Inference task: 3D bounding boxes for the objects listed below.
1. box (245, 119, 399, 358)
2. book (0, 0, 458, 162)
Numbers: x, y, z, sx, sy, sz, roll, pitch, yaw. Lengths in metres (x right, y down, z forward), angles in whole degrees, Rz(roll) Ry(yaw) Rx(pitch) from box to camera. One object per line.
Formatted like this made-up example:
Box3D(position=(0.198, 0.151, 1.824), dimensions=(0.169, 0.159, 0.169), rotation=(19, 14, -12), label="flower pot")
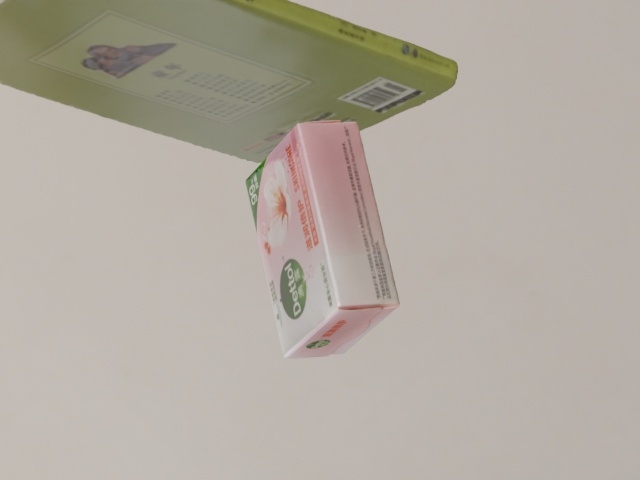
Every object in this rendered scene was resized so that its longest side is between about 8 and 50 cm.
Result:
Box3D(position=(0.000, 0.000, 1.216), dimensions=(0.089, 0.043, 0.125), rotation=(-46, 52, 55), label="box")
Box3D(position=(-0.096, -0.140, 1.520), dimensions=(0.239, 0.352, 0.035), rotation=(-19, 62, 47), label="book")
